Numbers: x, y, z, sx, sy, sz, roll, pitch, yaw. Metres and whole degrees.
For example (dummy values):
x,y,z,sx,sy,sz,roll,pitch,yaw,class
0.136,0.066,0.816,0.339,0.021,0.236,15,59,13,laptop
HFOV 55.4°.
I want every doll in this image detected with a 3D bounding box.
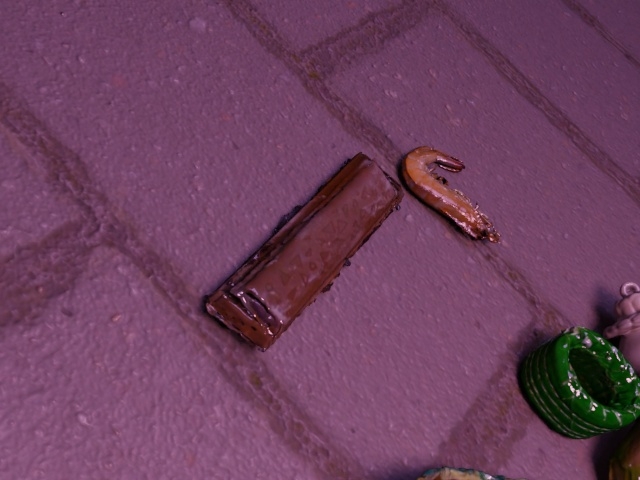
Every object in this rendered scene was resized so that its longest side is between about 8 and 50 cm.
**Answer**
x,y,z,sx,sy,sz,roll,pitch,yaw,class
0.474,0.187,0.800,0.119,0.138,0.293,29,39,-63,doll

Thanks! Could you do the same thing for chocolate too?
x,y,z,sx,sy,sz,roll,pitch,yaw,class
0.000,-0.005,0.717,0.102,0.065,0.329,41,49,3,chocolate

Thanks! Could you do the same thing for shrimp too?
x,y,z,sx,sy,sz,roll,pitch,yaw,class
0.196,-0.071,0.880,0.178,0.034,0.124,36,45,4,shrimp

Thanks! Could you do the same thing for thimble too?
x,y,z,sx,sy,sz,roll,pitch,yaw,class
0.316,0.174,0.745,0.118,0.090,0.130,-16,68,-32,thimble

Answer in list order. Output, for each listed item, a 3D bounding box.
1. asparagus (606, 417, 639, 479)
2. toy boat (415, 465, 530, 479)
x,y,z,sx,sy,sz,roll,pitch,yaw,class
0.430,0.200,0.712,0.085,0.082,0.343,44,88,0,asparagus
0.185,0.284,0.610,0.293,0.099,0.108,24,52,-21,toy boat
